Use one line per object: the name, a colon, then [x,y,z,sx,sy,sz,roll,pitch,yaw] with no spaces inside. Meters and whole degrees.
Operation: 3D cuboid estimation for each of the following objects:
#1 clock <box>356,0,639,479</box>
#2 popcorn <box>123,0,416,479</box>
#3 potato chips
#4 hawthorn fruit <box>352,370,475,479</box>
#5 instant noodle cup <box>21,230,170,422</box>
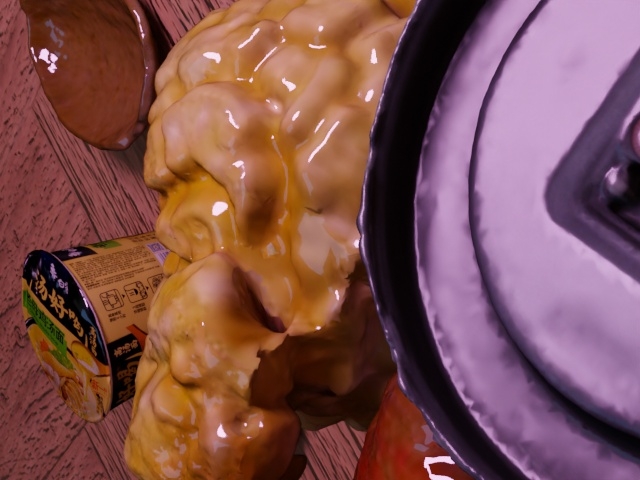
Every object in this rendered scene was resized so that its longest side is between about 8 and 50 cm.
clock: [0.171,-0.024,0.661,0.325,0.067,0.325,-7,75,29]
popcorn: [0.000,0.000,0.929,0.225,0.332,0.265,20,159,21]
potato chips: [-0.179,-0.153,1.348,0.202,0.049,0.150,24,124,53]
hawthorn fruit: [0.149,0.134,0.816,0.262,0.258,0.258,39,145,3]
instant noodle cup: [-0.163,0.063,1.386,0.151,0.122,0.151,39,139,45]
